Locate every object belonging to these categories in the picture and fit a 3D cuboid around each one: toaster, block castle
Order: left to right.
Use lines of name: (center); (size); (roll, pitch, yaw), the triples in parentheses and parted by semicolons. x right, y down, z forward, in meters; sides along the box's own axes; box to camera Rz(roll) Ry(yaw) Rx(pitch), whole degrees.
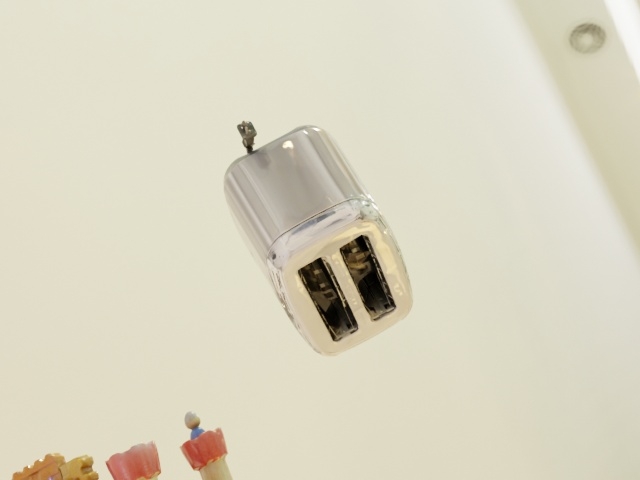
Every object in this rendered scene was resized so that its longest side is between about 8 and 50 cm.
block castle: (-0.401, 0.484, 1.449); (0.303, 0.453, 0.212); (15, -132, -65)
toaster: (0.000, 0.000, 0.753); (0.146, 0.129, 0.227); (57, 173, 46)
